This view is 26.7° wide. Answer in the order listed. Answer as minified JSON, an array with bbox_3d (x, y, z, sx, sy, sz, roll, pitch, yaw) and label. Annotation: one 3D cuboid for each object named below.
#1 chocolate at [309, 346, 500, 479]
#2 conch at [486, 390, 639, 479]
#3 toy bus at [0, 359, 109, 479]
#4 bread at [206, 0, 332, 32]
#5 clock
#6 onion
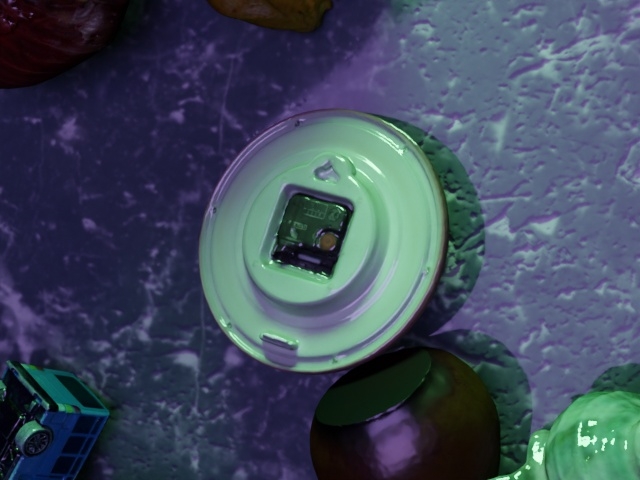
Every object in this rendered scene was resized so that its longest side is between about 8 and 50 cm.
[{"bbox_3d":[0.080,0.183,1.169,0.177,0.177,0.176,1,92,19],"label":"chocolate"},{"bbox_3d":[0.227,0.221,1.089,0.277,0.220,0.195,-44,33,46],"label":"conch"},{"bbox_3d":[-0.293,0.220,1.316,0.090,0.106,0.184,38,104,37],"label":"toy bus"},{"bbox_3d":[-0.097,-0.347,1.188,0.194,0.179,0.340,-35,81,17],"label":"bread"},{"bbox_3d":[-0.001,0.000,1.200,0.244,0.056,0.244,-8,72,25],"label":"clock"},{"bbox_3d":[-0.293,-0.262,1.241,0.252,0.219,0.252,-1,88,28],"label":"onion"}]
